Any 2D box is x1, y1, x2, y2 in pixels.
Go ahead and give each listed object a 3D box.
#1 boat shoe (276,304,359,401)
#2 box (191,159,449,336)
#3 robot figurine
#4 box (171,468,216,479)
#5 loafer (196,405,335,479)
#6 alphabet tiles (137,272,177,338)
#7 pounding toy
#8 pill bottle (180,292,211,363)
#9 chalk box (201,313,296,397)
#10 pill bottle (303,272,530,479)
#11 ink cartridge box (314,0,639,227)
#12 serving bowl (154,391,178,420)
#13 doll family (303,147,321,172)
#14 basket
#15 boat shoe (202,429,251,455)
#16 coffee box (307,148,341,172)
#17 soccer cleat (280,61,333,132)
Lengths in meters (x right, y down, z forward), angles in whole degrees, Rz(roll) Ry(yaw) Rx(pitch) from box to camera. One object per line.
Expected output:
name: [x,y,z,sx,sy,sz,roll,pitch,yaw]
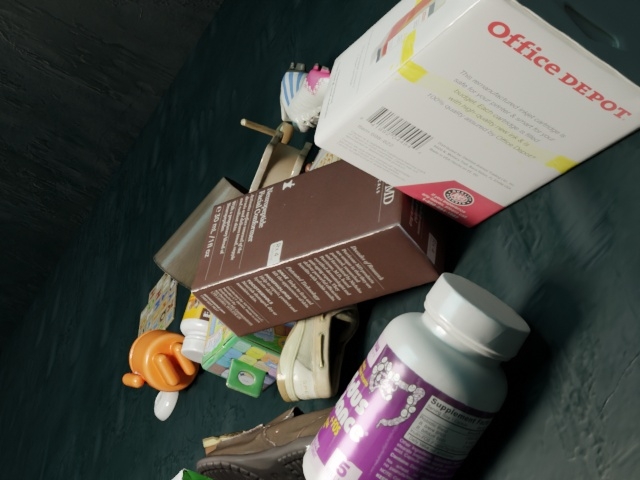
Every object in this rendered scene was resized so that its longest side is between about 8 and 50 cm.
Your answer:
boat shoe: [0.017,0.128,1.711,0.098,0.109,0.302,-3,44,24]
box: [0.000,0.000,1.643,0.381,0.143,0.191,-18,42,28]
robot figurine: [-0.334,0.255,2.297,0.219,0.128,0.158,1,69,65]
box: [-0.135,0.448,1.458,0.231,0.262,0.126,-45,29,37]
loafer: [-0.047,0.328,1.612,0.366,0.134,0.130,-20,23,46]
alphabet tiles: [-0.412,0.177,2.710,0.198,0.009,0.237,-50,26,30]
pounding toy: [-0.112,-0.144,2.145,0.269,0.155,0.154,-71,2,-71]
pill bottle: [-0.209,0.138,2.156,0.117,0.117,0.215,-26,43,56]
chalk box: [-0.119,0.173,1.899,0.132,0.132,0.213,-43,31,41]
pill bottle: [0.119,0.195,1.297,0.301,0.169,0.169,-59,22,12]
ink cartridge box: [0.217,-0.204,1.378,0.385,0.279,0.160,-34,35,50]
serving bowl: [-0.340,0.349,2.333,0.083,0.027,0.083,-49,26,34]
doll family: [0.011,-0.137,2.028,0.111,0.076,0.193,30,89,50]
basket: [-0.222,-0.011,2.302,0.154,0.204,0.227,40,96,23]
boat shoe: [-0.149,0.364,1.863,0.178,0.064,0.060,-27,73,58]
coffee box: [0.017,-0.056,1.894,0.246,0.098,0.141,-59,22,10]
soccer cleat: [-0.001,-0.287,2.207,0.331,0.116,0.143,-151,72,-70]
